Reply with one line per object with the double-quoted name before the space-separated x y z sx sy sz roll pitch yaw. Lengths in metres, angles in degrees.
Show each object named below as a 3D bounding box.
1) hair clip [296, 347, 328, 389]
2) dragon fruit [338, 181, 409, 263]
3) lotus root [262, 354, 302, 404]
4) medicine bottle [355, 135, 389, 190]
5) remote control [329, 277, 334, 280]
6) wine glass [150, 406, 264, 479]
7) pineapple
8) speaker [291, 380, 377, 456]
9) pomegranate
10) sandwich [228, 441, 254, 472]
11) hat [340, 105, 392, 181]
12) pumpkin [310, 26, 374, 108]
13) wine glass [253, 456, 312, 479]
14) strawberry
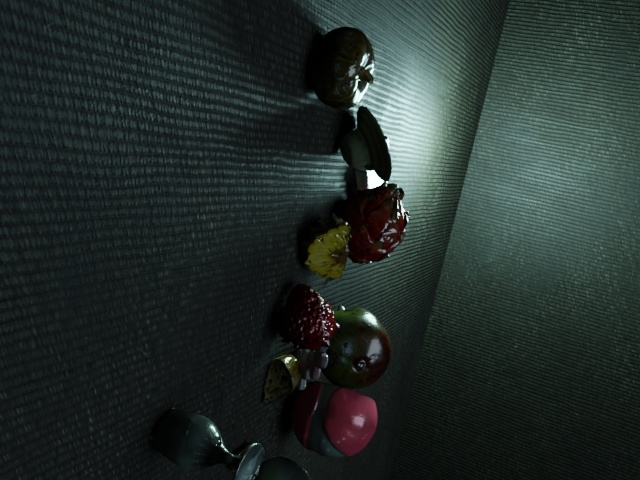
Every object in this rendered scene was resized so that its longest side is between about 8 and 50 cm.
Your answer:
"hair clip" -0.028 0.388 2.014 0.257 0.075 0.146 121 -19 -59
"dragon fruit" 0.170 -0.062 2.105 0.298 0.244 0.244 -64 157 -1
"lotus root" -0.108 0.423 1.965 0.135 0.095 0.159 -40 146 -59
"medicine bottle" 0.189 -0.245 2.237 0.201 0.052 0.171 -59 153 -33
"remote control" 0.054 0.095 2.203 0.034 0.016 0.091 45 63 -59
"wine glass" -0.260 0.476 1.454 0.126 0.241 0.126 -46 144 -49
"pineapple" 0.001 -0.003 1.940 0.249 0.140 0.164 100 -23 -55
"speaker" 0.054 0.601 2.168 0.294 0.294 0.294 -47 145 -47
"pomegranate" 0.087 0.352 2.225 0.291 0.323 0.290 -18 129 -24
"sandwich" -0.238 0.661 1.894 0.105 0.036 0.093 -16 120 -63
"hat" 0.119 -0.280 1.956 0.110 0.252 0.252 -21 139 -9
"pumpkin" 0.071 -0.453 1.691 0.219 0.162 0.219 -52 154 -40
"wine glass" -0.208 0.821 1.813 0.406 0.267 0.267 -10 114 -61
"strawberry" -0.045 0.228 1.888 0.187 0.184 0.201 -14 93 -66
